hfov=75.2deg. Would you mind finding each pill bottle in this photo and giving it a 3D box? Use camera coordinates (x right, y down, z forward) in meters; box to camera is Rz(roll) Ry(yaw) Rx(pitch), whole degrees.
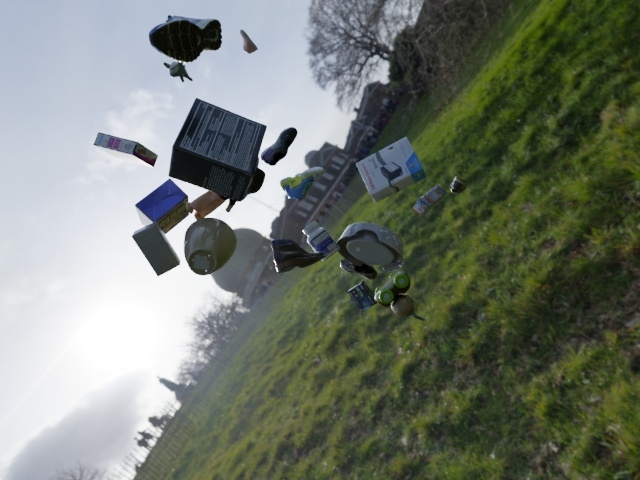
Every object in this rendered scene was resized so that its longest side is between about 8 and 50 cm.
[{"bbox_3d":[0.000,0.000,2.058,0.112,0.186,0.112,-37,-4,-3],"label":"pill bottle"}]

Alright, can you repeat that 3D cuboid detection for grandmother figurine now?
[{"bbox_3d":[-0.492,-0.232,2.033,0.343,0.104,0.207,-30,-44,7],"label":"grandmother figurine"}]

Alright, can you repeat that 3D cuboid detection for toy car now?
[{"bbox_3d":[0.305,0.217,1.505,0.149,0.188,0.155,-46,-2,0],"label":"toy car"}]

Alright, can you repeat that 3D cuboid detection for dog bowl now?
[{"bbox_3d":[0.259,0.032,2.107,0.348,0.349,0.102,102,-172,-63],"label":"dog bowl"}]

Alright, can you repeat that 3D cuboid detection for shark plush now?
[{"bbox_3d":[-0.543,-0.638,1.594,0.161,0.073,0.067,-136,32,-87],"label":"shark plush"}]

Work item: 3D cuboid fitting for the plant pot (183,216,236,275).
[{"bbox_3d":[-0.531,0.054,1.940,0.274,0.257,0.256,-109,42,-69],"label":"plant pot"}]

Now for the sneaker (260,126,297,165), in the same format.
[{"bbox_3d":[-0.221,-0.556,2.505,0.283,0.124,0.107,-48,-42,-4],"label":"sneaker"}]

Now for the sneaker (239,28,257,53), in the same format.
[{"bbox_3d":[-0.409,-1.075,2.261,0.134,0.070,0.050,41,-149,-46],"label":"sneaker"}]

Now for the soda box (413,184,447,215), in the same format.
[{"bbox_3d":[0.484,-0.178,1.828,0.183,0.058,0.063,-34,-22,-42],"label":"soda box"}]

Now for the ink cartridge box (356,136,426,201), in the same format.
[{"bbox_3d":[0.382,-0.382,2.259,0.308,0.223,0.129,-26,-21,15],"label":"ink cartridge box"}]

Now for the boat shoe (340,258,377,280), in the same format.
[{"bbox_3d":[0.206,0.146,2.277,0.081,0.228,0.068,-57,-28,-25],"label":"boat shoe"}]

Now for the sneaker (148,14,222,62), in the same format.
[{"bbox_3d":[-0.465,-0.674,1.383,0.330,0.147,0.129,-57,-25,-56],"label":"sneaker"}]

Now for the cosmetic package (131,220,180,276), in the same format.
[{"bbox_3d":[-0.797,0.041,2.027,0.127,0.237,0.107,-27,20,-9],"label":"cosmetic package"}]

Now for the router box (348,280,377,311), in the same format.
[{"bbox_3d":[0.201,0.266,1.969,0.092,0.122,0.038,-37,-3,31],"label":"router box"}]

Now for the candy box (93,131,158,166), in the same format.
[{"bbox_3d":[-0.916,-0.427,1.962,0.159,0.234,0.071,42,-115,-73],"label":"candy box"}]

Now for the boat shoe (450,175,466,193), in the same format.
[{"bbox_3d":[0.714,-0.282,2.175,0.073,0.080,0.223,-53,-15,9],"label":"boat shoe"}]

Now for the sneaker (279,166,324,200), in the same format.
[{"bbox_3d":[-0.072,-0.261,1.950,0.091,0.240,0.126,-44,-64,-53],"label":"sneaker"}]

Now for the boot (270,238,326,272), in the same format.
[{"bbox_3d":[-0.072,0.036,1.390,0.082,0.106,0.219,-33,-15,39],"label":"boot"}]

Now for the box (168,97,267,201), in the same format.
[{"bbox_3d":[-0.396,-0.352,1.619,0.182,0.294,0.296,128,156,-50],"label":"box"}]

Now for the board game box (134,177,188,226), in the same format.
[{"bbox_3d":[-0.856,-0.166,2.271,0.232,0.141,0.291,-46,-1,-23],"label":"board game box"}]

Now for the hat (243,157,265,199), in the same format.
[{"bbox_3d":[-0.431,-0.381,2.594,0.331,0.134,0.331,-23,59,46],"label":"hat"}]
